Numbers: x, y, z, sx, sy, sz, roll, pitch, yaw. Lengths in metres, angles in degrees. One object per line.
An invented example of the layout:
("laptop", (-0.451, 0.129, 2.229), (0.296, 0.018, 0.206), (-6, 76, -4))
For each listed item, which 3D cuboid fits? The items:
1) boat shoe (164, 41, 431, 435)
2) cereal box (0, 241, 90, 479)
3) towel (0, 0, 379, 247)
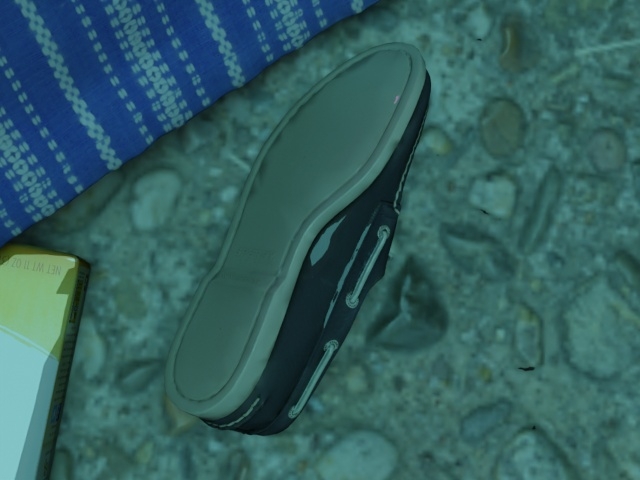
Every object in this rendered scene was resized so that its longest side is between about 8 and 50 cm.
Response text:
("boat shoe", (0.000, 0.000, 0.501), (0.065, 0.075, 0.206), (40, 74, -43))
("cereal box", (-0.214, 0.110, 0.469), (0.173, 0.047, 0.240), (10, 84, -4))
("towel", (-0.101, -0.124, 0.396), (0.336, 0.243, 0.040), (-38, 49, -17))
